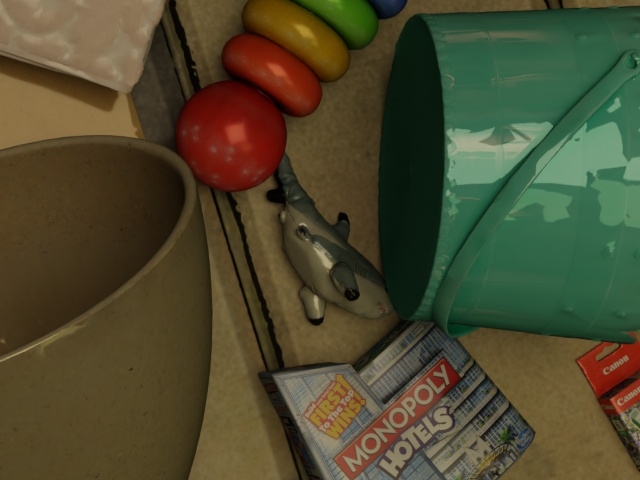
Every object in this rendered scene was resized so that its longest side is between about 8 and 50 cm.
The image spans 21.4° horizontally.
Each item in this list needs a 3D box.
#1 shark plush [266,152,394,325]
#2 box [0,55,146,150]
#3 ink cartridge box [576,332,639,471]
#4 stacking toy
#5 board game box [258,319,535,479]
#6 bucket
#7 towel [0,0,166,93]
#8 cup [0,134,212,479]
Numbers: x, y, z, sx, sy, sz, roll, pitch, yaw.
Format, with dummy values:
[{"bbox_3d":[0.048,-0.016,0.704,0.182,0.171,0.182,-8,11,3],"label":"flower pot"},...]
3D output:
[{"bbox_3d":[0.000,0.000,1.396,0.067,0.073,0.161,-26,71,-34],"label":"shark plush"},{"bbox_3d":[-0.241,-0.134,1.343,0.164,0.021,0.201,-18,90,-15],"label":"box"},{"bbox_3d":[0.276,0.136,1.454,0.063,0.029,0.115,-32,95,-14],"label":"ink cartridge box"},{"bbox_3d":[-0.002,-0.181,1.363,0.141,0.141,0.330,33,85,-10],"label":"stacking toy"},{"bbox_3d":[0.052,0.148,1.379,0.194,0.060,0.194,-42,97,-14],"label":"board game box"},{"bbox_3d":[0.156,-0.052,1.320,0.183,0.281,0.281,1,86,-9],"label":"bucket"},{"bbox_3d":[-0.238,-0.312,1.270,0.317,0.053,0.331,19,100,-10],"label":"towel"},{"bbox_3d":[-0.213,0.106,1.209,0.331,0.331,0.237,-25,119,-15],"label":"cup"}]
